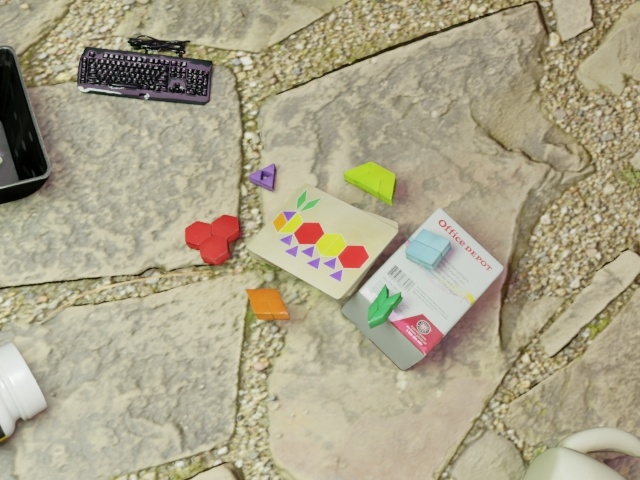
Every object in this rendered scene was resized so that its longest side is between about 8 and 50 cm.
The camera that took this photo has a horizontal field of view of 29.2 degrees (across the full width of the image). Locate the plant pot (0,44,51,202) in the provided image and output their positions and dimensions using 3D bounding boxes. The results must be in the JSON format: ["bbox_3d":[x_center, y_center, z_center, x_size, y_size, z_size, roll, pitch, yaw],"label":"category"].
[{"bbox_3d":[-0.469,-0.121,1.621,0.187,0.167,0.188,-16,77,-15],"label":"plant pot"}]

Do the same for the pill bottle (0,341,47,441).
[{"bbox_3d":[-0.462,0.220,1.550,0.208,0.119,0.119,-29,82,-17],"label":"pill bottle"}]

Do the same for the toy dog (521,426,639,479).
[{"bbox_3d":[0.390,0.489,1.599,0.408,0.284,0.395,40,53,0],"label":"toy dog"}]

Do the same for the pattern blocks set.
[{"bbox_3d":[0.000,0.000,1.678,0.285,0.026,0.325,-41,54,-18],"label":"pattern blocks set"}]

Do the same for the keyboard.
[{"bbox_3d":[-0.252,-0.254,1.772,0.192,0.038,0.100,4,73,-11],"label":"keyboard"}]

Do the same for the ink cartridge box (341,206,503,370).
[{"bbox_3d":[0.141,0.069,1.713,0.128,0.127,0.176,44,71,4],"label":"ink cartridge box"}]
